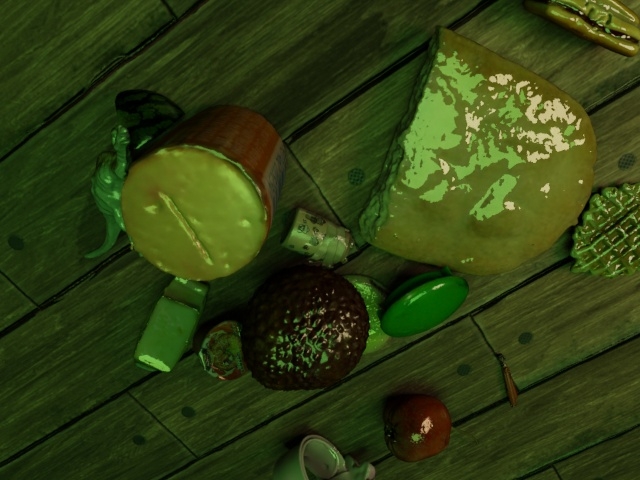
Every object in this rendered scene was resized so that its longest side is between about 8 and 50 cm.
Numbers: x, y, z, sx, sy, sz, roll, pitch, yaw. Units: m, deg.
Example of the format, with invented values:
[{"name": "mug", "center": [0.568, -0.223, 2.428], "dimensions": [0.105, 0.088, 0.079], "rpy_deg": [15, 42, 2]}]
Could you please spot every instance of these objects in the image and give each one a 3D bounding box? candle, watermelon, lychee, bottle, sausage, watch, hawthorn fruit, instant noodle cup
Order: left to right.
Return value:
[{"name": "watermelon", "center": [-0.335, -0.213, 0.878], "dimensions": [0.125, 0.135, 0.094], "rpy_deg": [19, 148, -12]}, {"name": "sausage", "center": [-0.182, -0.098, 0.820], "dimensions": [0.233, 0.287, 0.233], "rpy_deg": [1, 118, 1]}, {"name": "instant noodle cup", "center": [-0.221, 0.232, 1.026], "dimensions": [0.127, 0.136, 0.127], "rpy_deg": [2, 86, -31]}, {"name": "lychee", "center": [-0.034, 0.177, 0.937], "dimensions": [0.261, 0.260, 0.260], "rpy_deg": [0, 113, -1]}, {"name": "bottle", "center": [0.001, -0.001, 0.971], "dimensions": [0.152, 0.099, 0.098], "rpy_deg": [23, 110, -15]}, {"name": "watch", "center": [0.014, 0.609, 1.148], "dimensions": [0.196, 0.244, 0.231], "rpy_deg": [-42, 115, 15]}, {"name": "hawthorn fruit", "center": [0.293, 0.465, 1.154], "dimensions": [0.286, 0.165, 0.165], "rpy_deg": [12, 112, -17]}, {"name": "candle", "center": [0.468, 0.345, 1.166], "dimensions": [0.026, 0.021, 0.167], "rpy_deg": [-23, 111, -2]}]

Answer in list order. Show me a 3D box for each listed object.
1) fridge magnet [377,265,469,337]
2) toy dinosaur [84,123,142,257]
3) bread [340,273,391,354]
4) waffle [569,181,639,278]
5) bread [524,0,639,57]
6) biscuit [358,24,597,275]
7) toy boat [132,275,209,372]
[{"name": "fridge magnet", "center": [0.221, 0.139, 1.005], "dimensions": [0.208, 0.088, 0.208], "rpy_deg": [-17, 145, -13]}, {"name": "toy dinosaur", "center": [-0.380, -0.052, 0.899], "dimensions": [0.205, 0.092, 0.393], "rpy_deg": [56, 140, -3]}, {"name": "bread", "center": [0.071, 0.184, 1.082], "dimensions": [0.229, 0.033, 0.228], "rpy_deg": [-1, 112, -3]}, {"name": "waffle", "center": [0.642, -0.019, 0.997], "dimensions": [0.208, 0.054, 0.213], "rpy_deg": [2, 107, 1]}, {"name": "bread", "center": [0.456, -0.387, 0.804], "dimensions": [0.201, 0.116, 0.077], "rpy_deg": [20, 116, -9]}, {"name": "biscuit", "center": [0.316, -0.115, 0.923], "dimensions": [0.447, 0.104, 0.429], "rpy_deg": [23, 111, -10]}, {"name": "toy boat", "center": [-0.345, 0.206, 1.054], "dimensions": [0.111, 0.084, 0.276], "rpy_deg": [27, 109, -14]}]
